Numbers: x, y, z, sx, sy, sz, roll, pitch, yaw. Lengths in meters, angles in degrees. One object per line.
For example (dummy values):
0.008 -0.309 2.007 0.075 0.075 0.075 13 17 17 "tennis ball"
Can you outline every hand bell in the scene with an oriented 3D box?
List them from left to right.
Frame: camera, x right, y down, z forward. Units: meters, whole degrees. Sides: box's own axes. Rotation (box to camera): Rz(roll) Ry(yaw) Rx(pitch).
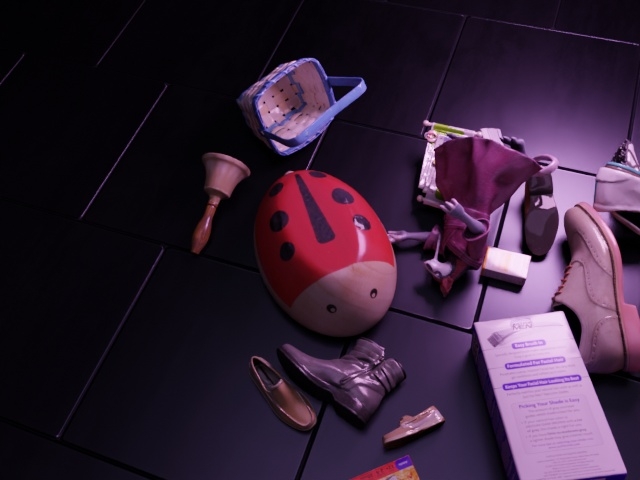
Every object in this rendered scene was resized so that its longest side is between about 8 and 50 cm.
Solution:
-0.267 -0.079 1.603 0.126 0.126 0.242 12 71 13 "hand bell"

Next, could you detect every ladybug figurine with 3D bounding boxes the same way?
0.000 0.000 1.478 0.305 0.162 0.449 -24 59 -9 "ladybug figurine"

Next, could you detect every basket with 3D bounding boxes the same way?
-0.052 -0.339 1.655 0.255 0.201 0.289 -40 31 -18 "basket"

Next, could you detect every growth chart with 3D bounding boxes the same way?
0.322 -0.175 1.595 0.172 0.021 0.237 8 72 5 "growth chart"

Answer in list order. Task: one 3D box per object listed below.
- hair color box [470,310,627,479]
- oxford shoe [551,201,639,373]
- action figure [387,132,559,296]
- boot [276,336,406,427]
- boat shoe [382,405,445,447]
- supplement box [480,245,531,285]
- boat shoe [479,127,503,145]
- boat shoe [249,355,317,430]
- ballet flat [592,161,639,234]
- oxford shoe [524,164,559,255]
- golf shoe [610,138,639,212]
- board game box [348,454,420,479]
0.418 0.310 1.253 0.185 0.110 0.338 -7 51 1 "hair color box"
0.557 0.090 1.387 0.147 0.140 0.396 -9 54 10 "oxford shoe"
0.331 -0.050 1.482 0.276 0.248 0.370 14 86 -23 "action figure"
0.043 0.261 1.370 0.247 0.083 0.161 34 60 17 "boot"
0.178 0.369 1.298 0.135 0.050 0.045 -17 54 -17 "boat shoe"
0.416 0.057 1.476 0.099 0.036 0.062 15 60 15 "supplement box"
0.444 -0.209 1.632 0.063 0.066 0.184 -8 48 1 "boat shoe"
-0.084 0.311 1.342 0.190 0.072 0.068 38 68 25 "boat shoe"
0.782 -0.050 1.450 0.400 0.139 0.139 20 60 -3 "ballet flat"
0.509 -0.063 1.529 0.076 0.076 0.212 4 74 6 "oxford shoe"
0.744 -0.148 1.561 0.094 0.077 0.198 12 66 0 "golf shoe"
0.137 0.517 1.207 0.147 0.045 0.193 -21 58 -8 "board game box"
